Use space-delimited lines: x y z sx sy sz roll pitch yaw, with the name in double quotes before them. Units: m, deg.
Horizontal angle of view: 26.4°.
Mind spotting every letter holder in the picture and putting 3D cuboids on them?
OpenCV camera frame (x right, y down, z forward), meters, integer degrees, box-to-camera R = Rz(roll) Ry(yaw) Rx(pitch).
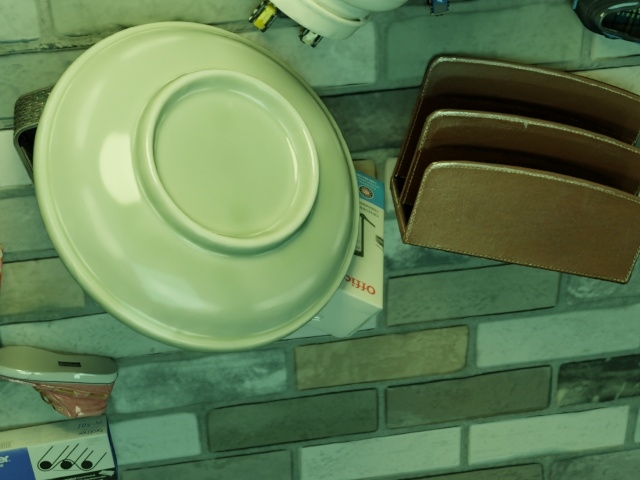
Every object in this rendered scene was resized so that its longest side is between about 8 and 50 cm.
"letter holder" 0.265 -0.095 1.720 0.302 0.152 0.214 10 120 -11

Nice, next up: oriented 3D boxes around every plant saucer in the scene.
"plant saucer" -0.116 -0.077 1.533 0.401 0.400 0.100 18 156 -22

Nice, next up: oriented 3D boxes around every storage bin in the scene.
"storage bin" -0.269 -0.129 1.649 0.180 0.084 0.122 -18 126 1

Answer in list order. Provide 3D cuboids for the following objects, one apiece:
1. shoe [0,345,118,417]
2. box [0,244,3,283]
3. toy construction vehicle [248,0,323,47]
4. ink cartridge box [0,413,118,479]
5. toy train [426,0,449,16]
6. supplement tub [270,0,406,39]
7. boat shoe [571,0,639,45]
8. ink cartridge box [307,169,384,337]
"shoe" -0.370 0.198 1.871 0.178 0.063 0.081 7 118 -21
"box" -0.515 0.109 1.741 0.123 0.128 0.257 25 117 -26
"toy construction vehicle" -0.025 -0.279 1.626 0.086 0.035 0.098 34 111 -17
"ink cartridge box" -0.401 0.315 1.960 0.207 0.046 0.097 -9 125 -4
"toy train" 0.136 -0.333 1.612 0.027 0.036 0.158 -11 126 -3
"supplement tub" 0.066 -0.386 1.433 0.228 0.228 0.316 32 120 -28
"boat shoe" 0.438 -0.260 1.691 0.258 0.089 0.109 0 125 -11
"ink cartridge box" 0.000 0.000 1.711 0.148 0.203 0.086 23 137 -26
